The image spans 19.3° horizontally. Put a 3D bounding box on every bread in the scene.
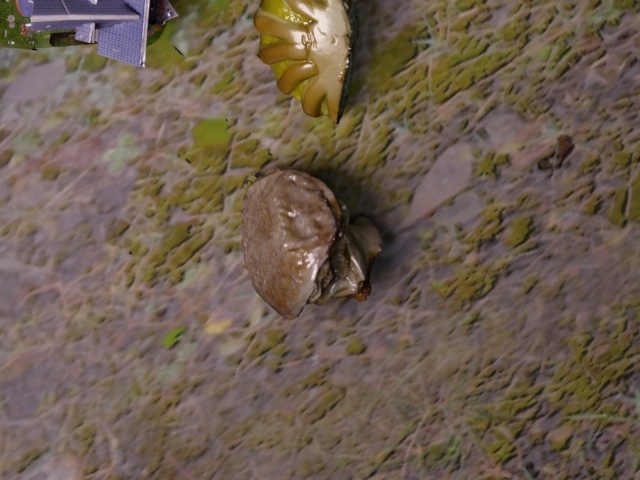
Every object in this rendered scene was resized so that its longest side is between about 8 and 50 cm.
[{"bbox_3d":[-0.011,-0.185,1.622,0.094,0.083,0.157,16,110,6],"label":"bread"}]

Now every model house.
[{"bbox_3d":[-0.183,-0.204,1.565,0.167,0.088,0.117,-2,111,-30],"label":"model house"}]

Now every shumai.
[{"bbox_3d":[-0.001,0.002,1.671,0.116,0.145,0.145,-6,111,-25],"label":"shumai"}]
